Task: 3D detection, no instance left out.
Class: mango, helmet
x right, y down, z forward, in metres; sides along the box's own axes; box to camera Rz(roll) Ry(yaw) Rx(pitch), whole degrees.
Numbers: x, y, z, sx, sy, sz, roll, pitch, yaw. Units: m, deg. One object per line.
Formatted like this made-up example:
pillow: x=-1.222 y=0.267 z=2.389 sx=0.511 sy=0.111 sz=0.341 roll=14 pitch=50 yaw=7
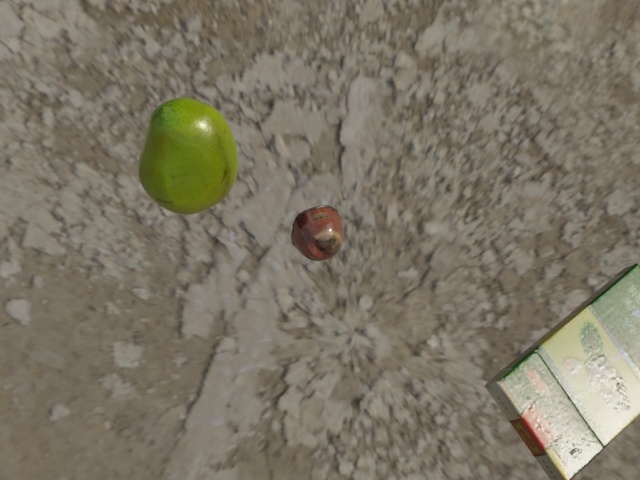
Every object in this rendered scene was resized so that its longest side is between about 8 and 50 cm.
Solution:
mango: x=-0.153 y=-0.096 z=1.425 sx=0.117 sy=0.163 sz=0.089 roll=16 pitch=53 yaw=-8
helmet: x=0.000 y=0.002 z=1.468 sx=0.065 sy=0.084 sz=0.049 roll=-17 pitch=52 yaw=-10

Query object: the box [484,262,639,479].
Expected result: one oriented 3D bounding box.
box: x=0.299 y=0.141 z=1.307 sx=0.235 sy=0.034 sz=0.132 roll=-34 pitch=90 yaw=-25
